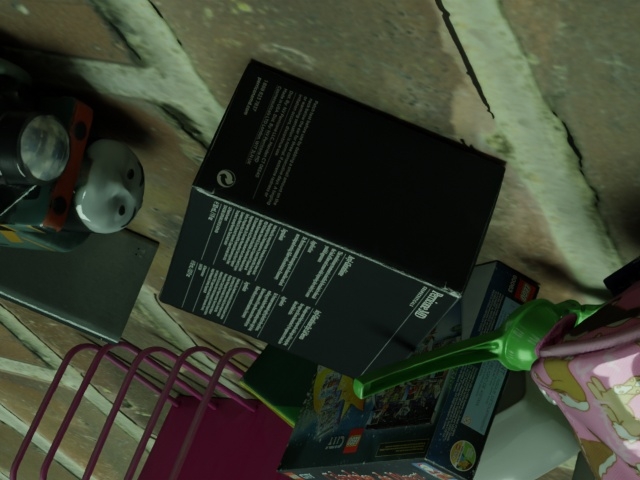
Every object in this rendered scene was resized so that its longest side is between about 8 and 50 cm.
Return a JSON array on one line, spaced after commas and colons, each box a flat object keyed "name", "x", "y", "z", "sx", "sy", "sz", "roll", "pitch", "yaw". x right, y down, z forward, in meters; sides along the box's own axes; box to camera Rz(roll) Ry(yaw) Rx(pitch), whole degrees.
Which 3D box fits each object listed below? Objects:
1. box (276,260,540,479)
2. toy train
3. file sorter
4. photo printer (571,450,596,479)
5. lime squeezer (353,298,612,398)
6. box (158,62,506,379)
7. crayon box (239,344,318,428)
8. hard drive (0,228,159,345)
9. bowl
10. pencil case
[{"name": "box", "x": 0.063, "y": 0.110, "z": 1.410, "sx": 0.044, "sy": 0.159, "sz": 0.233, "roll": 29, "pitch": 159, "yaw": -21}, {"name": "toy train", "x": -0.286, "y": -0.060, "z": 1.372, "sx": 0.334, "sy": 0.142, "sz": 0.190, "roll": 3, "pitch": 166, "yaw": 38}, {"name": "file sorter", "x": -0.148, "y": 0.216, "z": 1.849, "sx": 0.290, "sy": 0.202, "sz": 0.182, "roll": -3, "pitch": 147, "yaw": 48}, {"name": "photo printer", "x": 0.302, "y": 0.309, "z": 1.468, "sx": 0.256, "sy": 0.307, "sz": 0.107, "roll": 21, "pitch": 142, "yaw": 2}, {"name": "lime squeezer", "x": 0.176, "y": 0.086, "z": 1.284, "sx": 0.310, "sy": 0.110, "sz": 0.059, "roll": 4, "pitch": 139, "yaw": -3}, {"name": "box", "x": 0.000, "y": 0.000, "z": 1.270, "sx": 0.184, "sy": 0.103, "sz": 0.261, "roll": 25, "pitch": 160, "yaw": -2}, {"name": "crayon box", "x": 0.095, "y": 0.207, "z": 1.591, "sx": 0.318, "sy": 0.081, "sz": 0.202, "roll": 35, "pitch": 173, "yaw": 41}, {"name": "hard drive", "x": -0.216, "y": 0.020, "z": 1.549, "sx": 0.135, "sy": 0.094, "sz": 0.022, "roll": 23, "pitch": 161, "yaw": -7}, {"name": "bowl", "x": 0.132, "y": 0.134, "z": 1.408, "sx": 0.142, "sy": 0.142, "sz": 0.053, "roll": -31, "pitch": 115, "yaw": 19}, {"name": "pencil case", "x": 0.277, "y": 0.198, "z": 1.170, "sx": 0.386, "sy": 0.160, "sz": 0.167, "roll": 64, "pitch": 165, "yaw": -9}]
